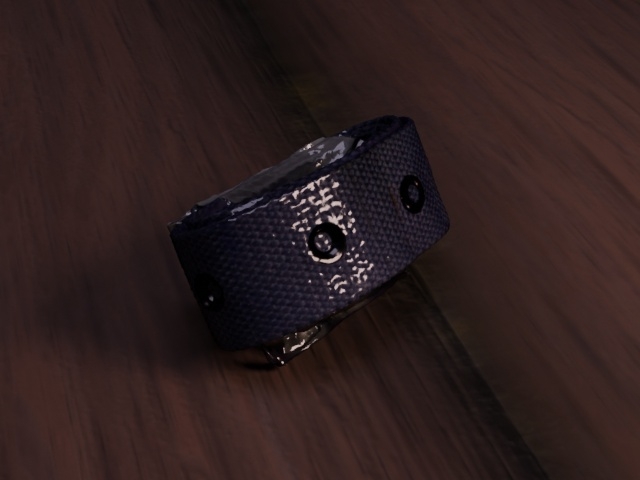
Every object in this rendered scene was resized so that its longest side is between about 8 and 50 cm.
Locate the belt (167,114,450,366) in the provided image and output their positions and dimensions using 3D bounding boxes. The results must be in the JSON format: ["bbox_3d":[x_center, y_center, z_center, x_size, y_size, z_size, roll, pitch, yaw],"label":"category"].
[{"bbox_3d":[0.000,0.000,1.013,0.140,0.126,0.230,-11,17,48],"label":"belt"}]
